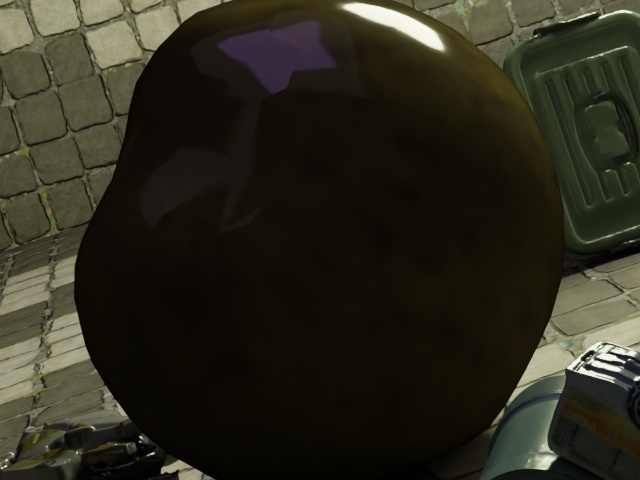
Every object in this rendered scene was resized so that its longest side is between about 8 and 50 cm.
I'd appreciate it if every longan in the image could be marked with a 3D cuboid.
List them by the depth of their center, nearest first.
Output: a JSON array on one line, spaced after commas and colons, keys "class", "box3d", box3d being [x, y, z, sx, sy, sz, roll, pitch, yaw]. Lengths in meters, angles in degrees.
[{"class": "longan", "box3d": [0.000, 0.000, 1.357, 0.404, 0.404, 0.336, -25, 2, -34]}]

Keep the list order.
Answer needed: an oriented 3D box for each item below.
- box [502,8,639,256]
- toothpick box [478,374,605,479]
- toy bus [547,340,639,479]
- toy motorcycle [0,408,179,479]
[{"class": "box", "box3d": [0.284, -0.106, 1.841, 0.163, 0.243, 0.135, -19, -2, -4]}, {"class": "toothpick box", "box3d": [0.142, 0.153, 1.061, 0.101, 0.101, 0.153, -14, 12, 20]}, {"class": "toy bus", "box3d": [0.218, 0.121, 0.961, 0.190, 0.075, 0.064, 28, 26, 20]}, {"class": "toy motorcycle", "box3d": [-0.204, 0.188, 1.533, 0.225, 0.073, 0.152, -12, 9, 32]}]
